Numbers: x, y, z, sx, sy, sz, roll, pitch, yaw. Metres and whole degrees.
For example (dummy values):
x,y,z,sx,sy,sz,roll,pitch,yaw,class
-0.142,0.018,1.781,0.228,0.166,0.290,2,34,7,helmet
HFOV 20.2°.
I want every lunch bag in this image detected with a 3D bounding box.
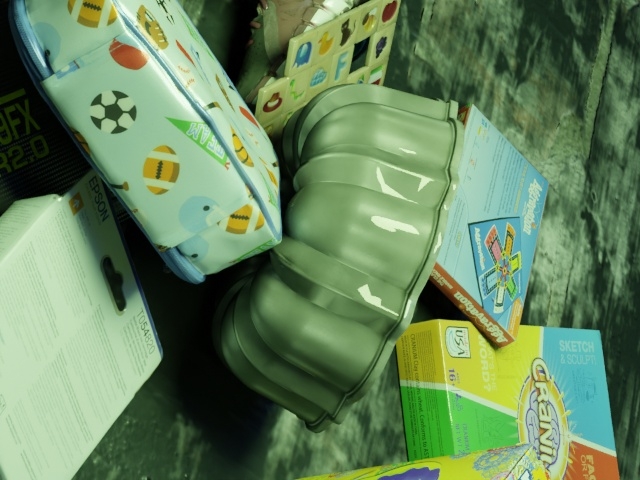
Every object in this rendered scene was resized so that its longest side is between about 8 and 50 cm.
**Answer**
x,y,z,sx,sy,sz,roll,pitch,yaw,class
-0.137,-0.118,1.493,0.303,0.115,0.243,59,9,-25,lunch bag

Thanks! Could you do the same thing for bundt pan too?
x,y,z,sx,sy,sz,roll,pitch,yaw,class
0.000,0.000,1.620,0.124,0.331,0.331,23,58,-14,bundt pan

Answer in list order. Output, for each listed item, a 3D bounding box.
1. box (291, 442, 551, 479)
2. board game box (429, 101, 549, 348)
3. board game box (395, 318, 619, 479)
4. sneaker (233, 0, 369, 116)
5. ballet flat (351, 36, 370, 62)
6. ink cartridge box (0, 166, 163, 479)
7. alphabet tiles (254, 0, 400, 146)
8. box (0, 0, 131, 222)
x,y,z,sx,sy,sz,roll,pitch,yaw,class
0.094,0.360,1.616,0.177,0.290,0.279,-42,112,-48,box
0.184,-0.022,1.996,0.145,0.027,0.281,43,37,-19,board game box
0.214,0.214,1.983,0.316,0.064,0.242,6,74,-49,board game box
-0.055,-0.241,1.802,0.162,0.106,0.281,35,70,5,sneaker
0.011,-0.313,1.903,0.087,0.083,0.247,-40,112,-70,ballet flat
-0.225,0.084,1.458,0.224,0.045,0.223,-53,140,-42,ink cartridge box
0.000,-0.134,1.789,0.237,0.009,0.198,-33,143,-48,alphabet tiles
-0.266,-0.087,1.513,0.270,0.060,0.216,-31,104,-50,box
